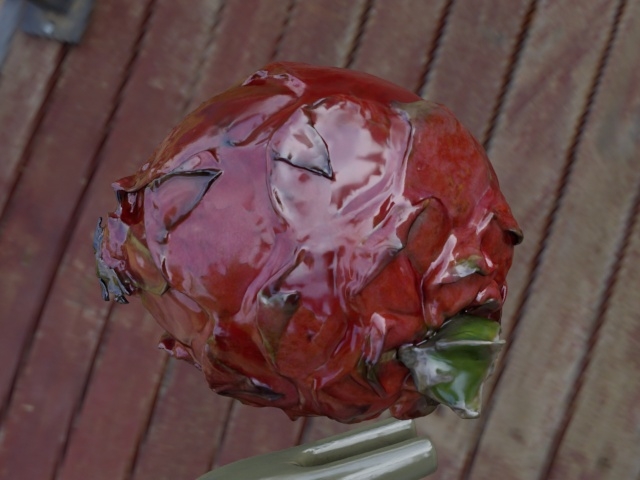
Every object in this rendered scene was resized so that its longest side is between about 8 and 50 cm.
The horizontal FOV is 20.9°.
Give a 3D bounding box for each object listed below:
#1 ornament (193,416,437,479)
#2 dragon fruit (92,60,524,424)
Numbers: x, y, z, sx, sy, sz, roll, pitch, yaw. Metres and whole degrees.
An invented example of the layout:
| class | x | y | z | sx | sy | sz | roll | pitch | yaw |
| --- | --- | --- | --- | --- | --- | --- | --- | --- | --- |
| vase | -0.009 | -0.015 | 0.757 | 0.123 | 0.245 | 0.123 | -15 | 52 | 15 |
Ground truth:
| class | x | y | z | sx | sy | sz | roll | pitch | yaw |
| --- | --- | --- | --- | --- | --- | --- | --- | --- | --- |
| ornament | -0.038 | 0.240 | 1.054 | 0.245 | 0.230 | 0.061 | -15 | 26 | -14 |
| dragon fruit | 0.000 | 0.000 | 0.826 | 0.209 | 0.172 | 0.172 | 19 | 86 | 14 |
